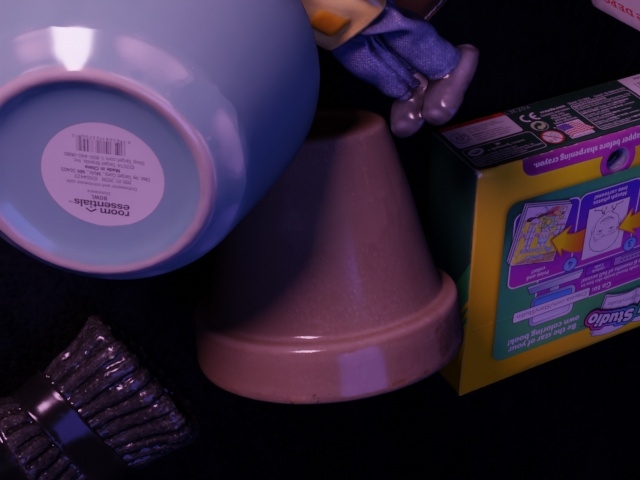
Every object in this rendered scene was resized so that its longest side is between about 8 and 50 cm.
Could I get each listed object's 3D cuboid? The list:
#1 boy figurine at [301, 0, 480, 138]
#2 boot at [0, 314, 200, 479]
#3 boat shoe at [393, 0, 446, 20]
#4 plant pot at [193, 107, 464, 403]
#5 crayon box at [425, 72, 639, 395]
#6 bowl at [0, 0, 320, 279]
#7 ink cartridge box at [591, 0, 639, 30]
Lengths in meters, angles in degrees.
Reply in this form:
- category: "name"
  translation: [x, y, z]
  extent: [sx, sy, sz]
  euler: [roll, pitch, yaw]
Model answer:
- category: "boy figurine"
  translation: [0.004, -0.201, 0.936]
  extent: [0.285, 0.177, 0.092]
  euler: [32, 66, -28]
- category: "boot"
  translation: [-0.296, 0.167, 1.064]
  extent: [0.260, 0.131, 0.348]
  euler: [-37, 144, 5]
- category: "boat shoe"
  translation: [0.117, -0.297, 1.012]
  extent: [0.122, 0.120, 0.324]
  euler: [20, 109, -39]
- category: "plant pot"
  translation: [0.000, 0.000, 1.081]
  extent: [0.263, 0.263, 0.229]
  euler: [-14, 111, -24]
- category: "crayon box"
  translation: [0.298, -0.016, 1.333]
  extent: [0.362, 0.106, 0.313]
  euler: [-17, 129, -21]
- category: "bowl"
  translation: [-0.160, -0.092, 0.863]
  extent: [0.311, 0.163, 0.312]
  euler: [2, 127, 3]
- category: "ink cartridge box"
  translation: [0.354, -0.333, 1.101]
  extent: [0.168, 0.171, 0.233]
  euler: [-35, 133, -6]
